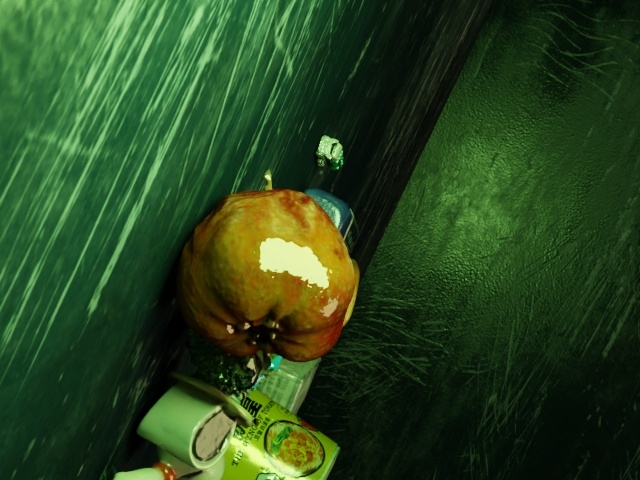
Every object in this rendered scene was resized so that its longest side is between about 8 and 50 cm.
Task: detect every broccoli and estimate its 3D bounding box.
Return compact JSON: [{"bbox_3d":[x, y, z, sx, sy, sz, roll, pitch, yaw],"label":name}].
[{"bbox_3d":[-0.098,0.119,1.129,0.160,0.154,0.167,-29,172,14],"label":"broccoli"}]

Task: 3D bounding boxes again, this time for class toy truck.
[{"bbox_3d":[0.018,-0.148,1.484,0.083,0.044,0.039,78,36,-78],"label":"toy truck"}]

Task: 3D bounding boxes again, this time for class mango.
[{"bbox_3d":[0.046,0.148,2.439,0.217,0.102,0.141,-65,149,-12],"label":"mango"}]

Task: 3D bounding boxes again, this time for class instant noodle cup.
[{"bbox_3d":[-0.125,0.463,1.724,0.326,0.254,0.325,-61,171,-17],"label":"instant noodle cup"}]

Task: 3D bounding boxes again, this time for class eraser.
[{"bbox_3d":[0.000,0.000,1.623,0.155,0.101,0.332,-64,173,-5],"label":"eraser"}]

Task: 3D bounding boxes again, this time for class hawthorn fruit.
[{"bbox_3d":[-0.062,0.016,1.025,0.207,0.207,0.243,106,-12,-53],"label":"hawthorn fruit"}]

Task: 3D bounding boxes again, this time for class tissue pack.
[{"bbox_3d":[-0.141,0.449,2.040,0.394,0.124,0.288,-65,174,5],"label":"tissue pack"}]

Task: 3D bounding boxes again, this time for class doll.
[{"bbox_3d":[-0.196,0.288,1.127,0.271,0.144,0.208,-25,129,-60],"label":"doll"}]

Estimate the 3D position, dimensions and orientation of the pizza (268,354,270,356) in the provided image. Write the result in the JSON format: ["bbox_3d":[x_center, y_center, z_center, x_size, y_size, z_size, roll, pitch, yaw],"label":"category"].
[{"bbox_3d":[-0.105,0.143,1.522,0.154,0.069,0.194,-55,162,-49],"label":"pizza"}]
